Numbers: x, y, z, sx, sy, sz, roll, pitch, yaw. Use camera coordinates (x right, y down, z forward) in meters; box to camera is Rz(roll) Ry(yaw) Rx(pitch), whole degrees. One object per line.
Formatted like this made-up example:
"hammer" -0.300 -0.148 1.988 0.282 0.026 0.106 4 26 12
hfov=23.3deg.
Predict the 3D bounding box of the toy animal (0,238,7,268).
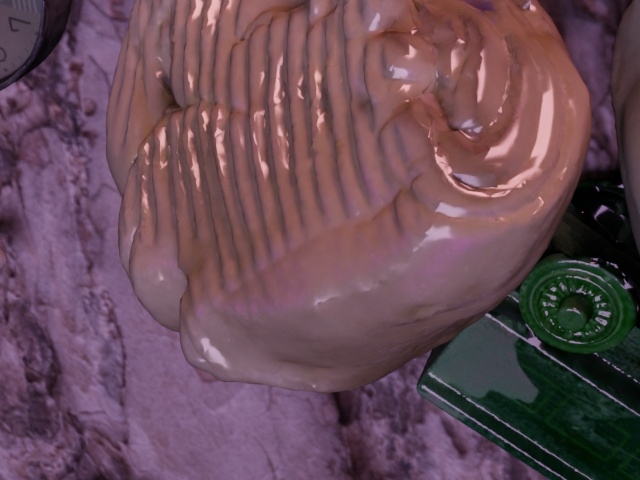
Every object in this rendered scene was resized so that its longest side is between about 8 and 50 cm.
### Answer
"toy animal" -0.416 -0.008 1.350 0.282 0.138 0.140 8 134 -13

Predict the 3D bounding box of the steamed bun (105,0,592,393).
"steamed bun" 0.031 -0.069 1.061 0.247 0.339 0.352 14 145 -44

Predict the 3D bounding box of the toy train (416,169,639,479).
"toy train" 0.222 0.081 1.162 0.266 0.145 0.202 33 129 -2

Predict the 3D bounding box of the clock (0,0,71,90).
"clock" -0.304 -0.211 1.227 0.215 0.042 0.215 9 123 14

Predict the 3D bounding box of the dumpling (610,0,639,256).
"dumpling" 0.326 -0.036 1.020 0.320 0.212 0.270 43 87 -19
